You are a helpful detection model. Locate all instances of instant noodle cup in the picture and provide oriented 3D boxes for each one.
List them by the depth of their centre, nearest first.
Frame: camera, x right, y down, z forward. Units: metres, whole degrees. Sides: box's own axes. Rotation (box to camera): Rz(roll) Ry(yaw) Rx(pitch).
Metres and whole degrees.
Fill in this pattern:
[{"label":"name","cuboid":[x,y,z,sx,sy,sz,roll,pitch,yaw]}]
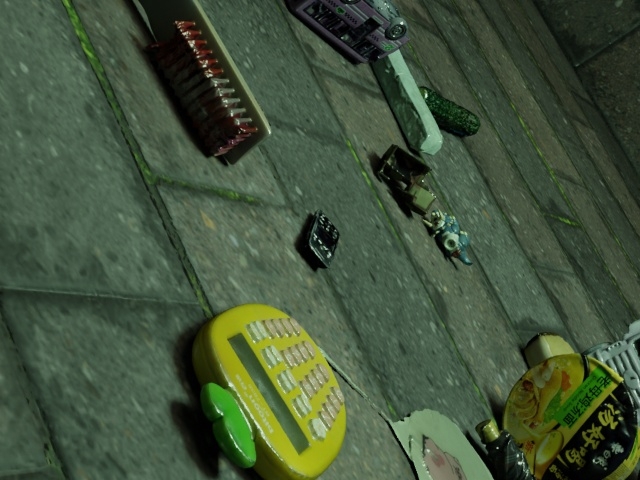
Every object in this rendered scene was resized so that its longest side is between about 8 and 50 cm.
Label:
[{"label":"instant noodle cup","cuboid":[0.292,0.217,1.431,0.122,0.151,0.151,46,20,-56]}]

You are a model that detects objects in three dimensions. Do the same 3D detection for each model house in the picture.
[{"label":"model house","cuboid":[0.109,-0.075,1.574,0.083,0.057,0.058,34,-3,-5]}]

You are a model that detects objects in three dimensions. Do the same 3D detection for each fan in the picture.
[{"label":"fan","cuboid":[0.094,0.193,1.196,0.310,0.010,0.182,46,24,-27]}]

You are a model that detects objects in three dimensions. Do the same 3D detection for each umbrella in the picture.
[{"label":"umbrella","cuboid":[0.208,0.250,1.326,0.144,0.037,0.040,58,34,-4]}]

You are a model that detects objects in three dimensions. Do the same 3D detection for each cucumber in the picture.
[{"label":"cucumber","cuboid":[0.192,-0.189,1.924,0.256,0.043,0.044,11,54,-63]}]

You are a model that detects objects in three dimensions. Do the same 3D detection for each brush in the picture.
[{"label":"brush","cuboid":[-0.151,-0.218,1.196,0.050,0.060,0.321,-15,73,-57]}]

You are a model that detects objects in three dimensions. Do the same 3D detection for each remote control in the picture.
[{"label":"remote control","cuboid":[0.000,0.000,1.267,0.039,0.014,0.096,52,20,-12]}]

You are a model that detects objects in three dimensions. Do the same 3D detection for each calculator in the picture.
[{"label":"calculator","cuboid":[-0.039,0.118,0.986,0.146,0.032,0.235,58,19,4]}]

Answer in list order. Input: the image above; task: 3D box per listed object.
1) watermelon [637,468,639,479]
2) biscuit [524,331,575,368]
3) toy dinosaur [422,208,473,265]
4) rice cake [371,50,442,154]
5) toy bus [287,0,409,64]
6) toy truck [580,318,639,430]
[{"label":"watermelon","cuboid":[0.514,0.330,1.642,0.212,0.212,0.212,46,23,-26]},{"label":"biscuit","cuboid":[0.314,0.204,1.606,0.056,0.052,0.188,14,44,-43]},{"label":"toy dinosaur","cuboid":[0.164,-0.003,1.607,0.083,0.030,0.047,53,22,-7]},{"label":"rice cake","cuboid":[0.108,-0.222,1.785,0.045,0.042,0.245,11,47,-47]},{"label":"toy bus","cuboid":[0.035,-0.309,1.685,0.178,0.098,0.087,29,32,-44]},{"label":"toy truck","cuboid":[0.524,0.216,1.880,0.363,0.178,0.177,18,43,-54]}]
